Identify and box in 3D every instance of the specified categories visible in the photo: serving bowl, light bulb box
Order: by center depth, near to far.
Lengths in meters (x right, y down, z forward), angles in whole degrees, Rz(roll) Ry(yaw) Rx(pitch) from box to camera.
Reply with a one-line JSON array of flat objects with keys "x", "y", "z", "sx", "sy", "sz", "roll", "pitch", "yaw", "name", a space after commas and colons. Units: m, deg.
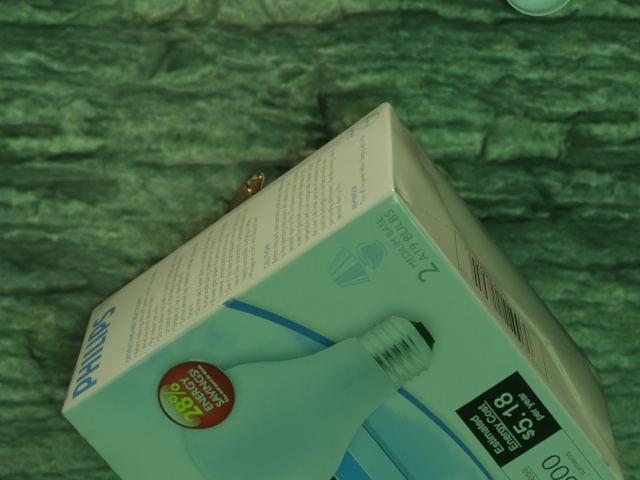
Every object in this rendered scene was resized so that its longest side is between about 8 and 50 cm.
[{"x": 0.022, "y": 0.139, "z": 1.786, "sx": 0.361, "sy": 0.225, "sz": 0.358, "roll": -35, "pitch": 107, "yaw": 15, "name": "light bulb box"}, {"x": 0.208, "y": -0.261, "z": 1.917, "sx": 0.083, "sy": 0.027, "sz": 0.083, "roll": -3, "pitch": 100, "yaw": -14, "name": "serving bowl"}]

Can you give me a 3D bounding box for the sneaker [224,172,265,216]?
[{"x": 0.000, "y": 0.000, "z": 1.891, "sx": 0.188, "sy": 0.066, "sz": 0.071, "roll": 25, "pitch": 92, "yaw": -18, "name": "sneaker"}]
